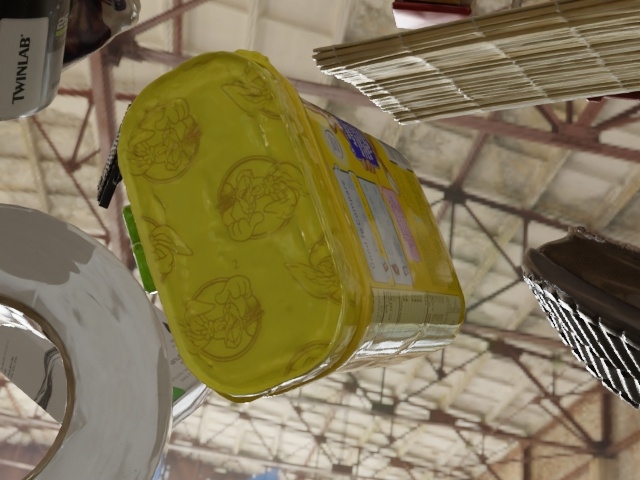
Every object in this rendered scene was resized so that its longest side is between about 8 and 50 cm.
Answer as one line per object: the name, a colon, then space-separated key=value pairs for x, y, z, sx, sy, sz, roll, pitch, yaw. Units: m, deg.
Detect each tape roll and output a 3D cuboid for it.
tape roll: x=-0.250 y=0.119 z=0.641 sx=0.286 sy=0.286 sz=0.100 roll=12 pitch=-18 yaw=-5

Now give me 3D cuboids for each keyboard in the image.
keyboard: x=-0.348 y=-0.143 z=1.526 sx=0.023 sy=0.108 sz=0.180 roll=14 pitch=-67 yaw=-28

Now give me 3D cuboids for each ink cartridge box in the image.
ink cartridge box: x=-0.336 y=0.184 z=1.381 sx=0.289 sy=0.211 sz=0.121 roll=36 pitch=-52 yaw=13

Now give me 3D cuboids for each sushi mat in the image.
sushi mat: x=0.155 y=-0.140 z=0.710 sx=0.317 sy=0.019 sz=0.151 roll=-2 pitch=-15 yaw=40

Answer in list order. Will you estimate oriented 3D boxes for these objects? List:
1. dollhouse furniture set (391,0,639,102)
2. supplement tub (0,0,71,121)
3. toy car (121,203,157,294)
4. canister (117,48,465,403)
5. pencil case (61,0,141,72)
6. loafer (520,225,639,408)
dollhouse furniture set: x=0.262 y=-0.272 z=1.041 sx=0.374 sy=0.152 sz=0.201 roll=7 pitch=-11 yaw=12
supplement tub: x=-0.189 y=-0.170 z=0.479 sx=0.117 sy=0.117 sz=0.190 roll=13 pitch=-64 yaw=-8
toy car: x=-0.099 y=0.043 z=0.911 sx=0.155 sy=0.149 sz=0.188 roll=-17 pitch=-56 yaw=-11
canister: x=0.000 y=0.000 z=0.392 sx=0.073 sy=0.126 sz=0.170 roll=-25 pitch=-15 yaw=20
pencil case: x=-0.325 y=-0.115 z=0.622 sx=0.160 sy=0.410 sz=0.183 roll=54 pitch=-7 yaw=-12
loafer: x=0.293 y=0.068 z=0.577 sx=0.366 sy=0.130 sz=0.133 roll=29 pitch=-18 yaw=47
